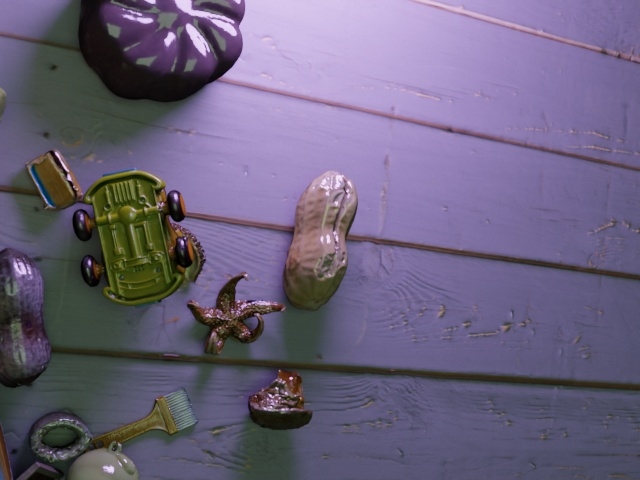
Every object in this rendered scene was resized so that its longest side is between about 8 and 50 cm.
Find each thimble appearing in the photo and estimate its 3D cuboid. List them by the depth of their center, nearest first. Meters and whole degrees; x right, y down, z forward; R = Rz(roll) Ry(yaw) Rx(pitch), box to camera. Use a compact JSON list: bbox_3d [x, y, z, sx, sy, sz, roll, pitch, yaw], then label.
[{"bbox_3d":[-0.471,0.358,1.449,0.110,0.062,0.085,8,89,-23],"label":"thimble"}]

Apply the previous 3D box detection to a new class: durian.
[{"bbox_3d":[-0.260,0.019,1.545,0.066,0.052,0.130,-31,103,-18],"label":"durian"}]

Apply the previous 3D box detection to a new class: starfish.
[{"bbox_3d":[-0.165,0.139,1.575,0.189,0.074,0.146,-17,98,-23],"label":"starfish"}]

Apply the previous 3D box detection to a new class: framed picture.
[{"bbox_3d":[-0.557,0.477,1.356,0.016,0.184,0.250,43,71,11],"label":"framed picture"}]

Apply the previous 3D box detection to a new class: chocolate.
[{"bbox_3d":[-0.534,0.136,1.398,0.110,0.110,0.248,-10,95,-23],"label":"chocolate"}]

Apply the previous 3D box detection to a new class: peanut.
[{"bbox_3d":[0.000,0.000,1.620,0.130,0.130,0.290,13,83,-23],"label":"peanut"}]

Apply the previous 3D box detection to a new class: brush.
[{"bbox_3d":[-0.348,0.360,1.532,0.218,0.010,0.083,-21,99,-21],"label":"brush"}]

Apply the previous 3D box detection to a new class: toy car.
[{"bbox_3d":[-0.334,-0.005,1.462,0.200,0.142,0.248,-8,91,0],"label":"toy car"}]

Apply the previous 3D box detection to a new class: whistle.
[{"bbox_3d":[-0.414,0.503,1.460,0.141,0.141,0.294,12,105,-23],"label":"whistle"}]

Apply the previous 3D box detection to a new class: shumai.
[{"bbox_3d":[-0.080,0.317,1.605,0.145,0.145,0.116,13,63,-23],"label":"shumai"}]

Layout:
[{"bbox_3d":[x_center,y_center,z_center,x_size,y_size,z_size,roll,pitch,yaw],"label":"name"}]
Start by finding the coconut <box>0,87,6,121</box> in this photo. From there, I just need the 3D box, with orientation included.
[{"bbox_3d":[-0.588,-0.243,1.381,0.088,0.088,0.096,-42,99,-18],"label":"coconut"}]

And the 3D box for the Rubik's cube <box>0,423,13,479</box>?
[{"bbox_3d":[-0.680,0.279,1.201,0.351,0.347,0.352,-20,99,-22],"label":"Rubik's cube"}]

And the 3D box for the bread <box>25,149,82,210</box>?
[{"bbox_3d":[-0.481,-0.108,1.449,0.072,0.053,0.106,-25,98,2],"label":"bread"}]

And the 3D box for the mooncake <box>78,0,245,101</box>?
[{"bbox_3d":[-0.291,-0.405,1.478,0.306,0.154,0.306,1,87,-25],"label":"mooncake"}]
